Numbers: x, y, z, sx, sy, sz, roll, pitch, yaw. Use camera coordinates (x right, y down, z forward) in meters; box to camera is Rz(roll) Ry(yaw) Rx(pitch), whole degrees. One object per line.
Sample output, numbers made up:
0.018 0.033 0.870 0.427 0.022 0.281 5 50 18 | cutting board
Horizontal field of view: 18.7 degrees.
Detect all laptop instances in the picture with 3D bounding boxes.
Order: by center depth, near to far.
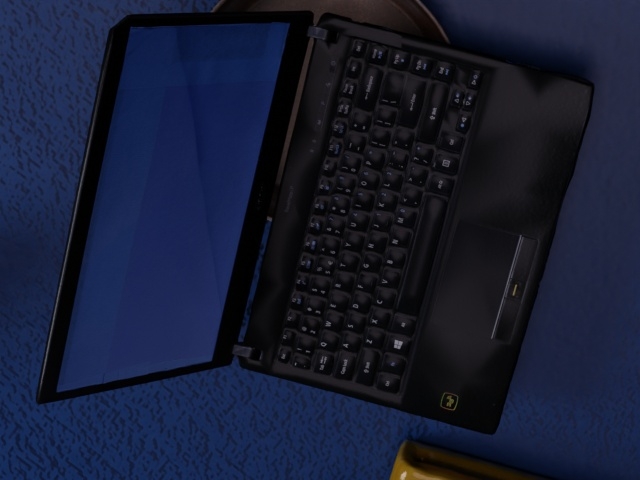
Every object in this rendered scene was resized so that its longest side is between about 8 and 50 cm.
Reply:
0.000 0.000 1.112 0.264 0.136 0.234 15 110 3 | laptop

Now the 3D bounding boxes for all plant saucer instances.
0.003 -0.088 1.169 0.168 0.029 0.168 3 110 7 | plant saucer

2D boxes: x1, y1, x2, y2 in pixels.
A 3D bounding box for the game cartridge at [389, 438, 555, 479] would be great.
0.146 0.315 1.270 0.285 0.053 0.324 15 108 3 | game cartridge
